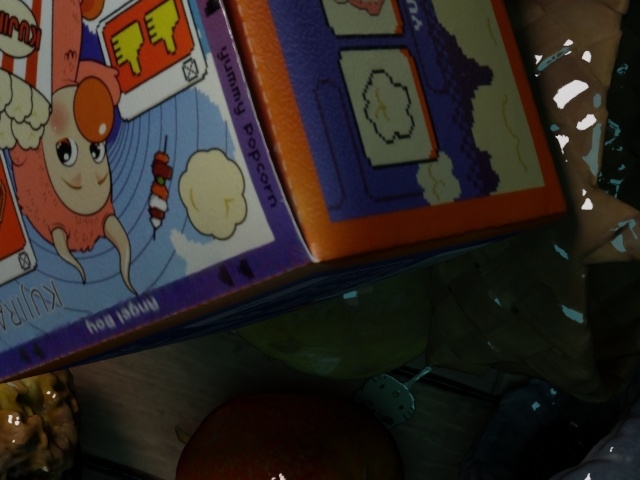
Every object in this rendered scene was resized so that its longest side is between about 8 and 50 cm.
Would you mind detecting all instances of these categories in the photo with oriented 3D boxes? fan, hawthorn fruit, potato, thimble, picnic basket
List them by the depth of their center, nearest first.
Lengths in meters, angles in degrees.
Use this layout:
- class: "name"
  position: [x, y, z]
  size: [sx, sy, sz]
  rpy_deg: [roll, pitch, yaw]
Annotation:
- class: "picnic basket"
  position: [0.259, -0.040, 0.918]
  size: [0.337, 0.293, 0.337]
  rpy_deg: [9, 111, 26]
- class: "thimble"
  position: [0.228, 0.216, 1.044]
  size: [0.205, 0.236, 0.172]
  rpy_deg: [-32, 104, 7]
- class: "potato"
  position: [0.000, 0.000, 1.060]
  size: [0.239, 0.116, 0.299]
  rpy_deg: [-8, 105, 11]
- class: "hawthorn fruit"
  position: [-0.046, 0.212, 1.103]
  size: [0.225, 0.196, 0.197]
  rpy_deg: [19, 111, 30]
- class: "fan"
  position: [0.070, 0.140, 1.149]
  size: [0.083, 0.004, 0.056]
  rpy_deg: [-41, 100, 15]

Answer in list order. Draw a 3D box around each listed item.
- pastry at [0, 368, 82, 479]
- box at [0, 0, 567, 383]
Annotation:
- class: "pastry"
  position: [-0.371, 0.244, 1.068]
  size: [0.337, 0.292, 0.405]
  rpy_deg: [42, 96, -20]
- class: "box"
  position: [-0.080, -0.102, 0.836]
  size: [0.348, 0.256, 0.319]
  rpy_deg: [-20, 85, 44]
